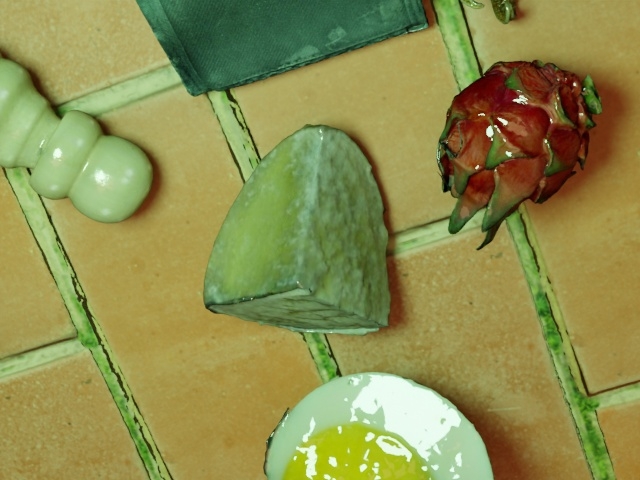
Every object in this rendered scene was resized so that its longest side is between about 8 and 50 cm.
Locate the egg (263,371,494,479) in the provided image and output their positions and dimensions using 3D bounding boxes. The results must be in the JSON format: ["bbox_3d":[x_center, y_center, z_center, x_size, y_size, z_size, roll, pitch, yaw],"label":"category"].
[{"bbox_3d":[0.097,0.346,1.546,0.337,0.201,0.337,-1,84,14],"label":"egg"}]

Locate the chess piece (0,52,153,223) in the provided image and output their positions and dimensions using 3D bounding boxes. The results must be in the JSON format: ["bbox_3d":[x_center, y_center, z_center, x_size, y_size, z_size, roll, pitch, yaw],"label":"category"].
[{"bbox_3d":[-0.377,-0.128,1.463,0.300,0.167,0.167,31,109,-9],"label":"chess piece"}]

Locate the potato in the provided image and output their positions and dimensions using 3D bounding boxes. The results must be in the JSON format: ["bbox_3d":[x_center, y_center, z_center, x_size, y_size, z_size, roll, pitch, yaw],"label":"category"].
[{"bbox_3d":[-0.021,-0.008,1.498,0.189,0.211,0.264,-3,75,43],"label":"potato"}]

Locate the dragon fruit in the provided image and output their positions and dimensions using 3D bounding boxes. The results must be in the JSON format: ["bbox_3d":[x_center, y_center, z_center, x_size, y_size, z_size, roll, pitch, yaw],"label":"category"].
[{"bbox_3d":[0.245,-0.124,1.378,0.193,0.192,0.274,43,110,-4],"label":"dragon fruit"}]

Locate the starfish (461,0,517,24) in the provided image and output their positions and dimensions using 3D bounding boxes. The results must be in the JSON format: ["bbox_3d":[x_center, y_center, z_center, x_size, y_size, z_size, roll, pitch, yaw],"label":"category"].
[{"bbox_3d":[0.257,-0.361,1.324,0.190,0.146,0.074,-45,59,18],"label":"starfish"}]

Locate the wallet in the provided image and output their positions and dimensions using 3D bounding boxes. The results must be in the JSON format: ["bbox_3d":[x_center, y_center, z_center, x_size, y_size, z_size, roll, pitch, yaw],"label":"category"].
[{"bbox_3d":[-0.050,-0.318,1.351,0.342,0.075,0.237,-16,145,10],"label":"wallet"}]
